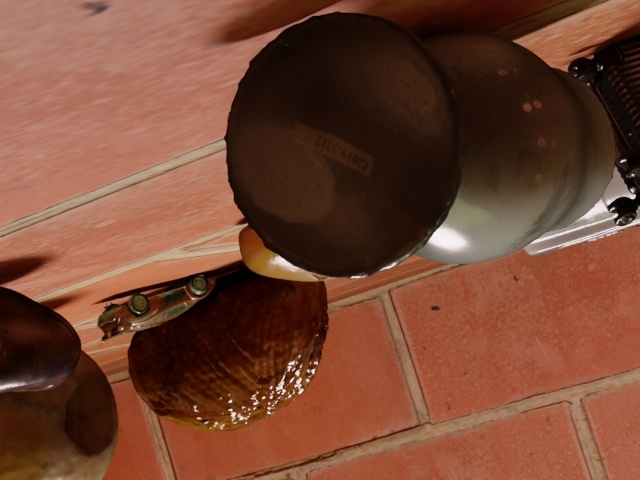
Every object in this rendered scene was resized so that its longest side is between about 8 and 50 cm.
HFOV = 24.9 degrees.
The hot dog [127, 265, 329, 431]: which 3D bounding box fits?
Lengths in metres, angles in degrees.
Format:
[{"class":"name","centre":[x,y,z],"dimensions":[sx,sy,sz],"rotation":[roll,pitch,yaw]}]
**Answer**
[{"class":"hot dog","centre":[-0.080,0.094,1.398],"dimensions":[0.227,0.160,0.099],"rotation":[-20,146,34]}]

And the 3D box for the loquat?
[{"class":"loquat","centre":[-0.280,0.160,1.212],"dimensions":[0.227,0.179,0.179],"rotation":[-10,179,28]}]

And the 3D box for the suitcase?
[{"class":"suitcase","centre":[0.196,-0.068,0.740],"dimensions":[0.126,0.086,0.059],"rotation":[-17,149,-8]}]

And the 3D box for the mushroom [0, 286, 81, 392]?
[{"class":"mushroom","centre":[-0.232,0.073,0.916],"dimensions":[0.170,0.080,0.135],"rotation":[-19,163,29]}]

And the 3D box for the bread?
[{"class":"bread","centre":[0.000,0.000,1.035],"dimensions":[0.115,0.056,0.082],"rotation":[-15,174,-29]}]

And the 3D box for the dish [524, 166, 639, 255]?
[{"class":"dish","centre":[0.279,-0.042,1.457],"dimensions":[0.212,0.077,0.151],"rotation":[-19,176,27]}]

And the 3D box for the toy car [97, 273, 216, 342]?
[{"class":"toy car","centre":[-0.149,0.060,1.345],"dimensions":[0.122,0.035,0.059],"rotation":[-15,175,-37]}]

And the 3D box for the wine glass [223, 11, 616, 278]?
[{"class":"wine glass","centre":[0.051,-0.036,0.561],"dimensions":[0.093,0.093,0.202],"rotation":[-19,172,26]}]
